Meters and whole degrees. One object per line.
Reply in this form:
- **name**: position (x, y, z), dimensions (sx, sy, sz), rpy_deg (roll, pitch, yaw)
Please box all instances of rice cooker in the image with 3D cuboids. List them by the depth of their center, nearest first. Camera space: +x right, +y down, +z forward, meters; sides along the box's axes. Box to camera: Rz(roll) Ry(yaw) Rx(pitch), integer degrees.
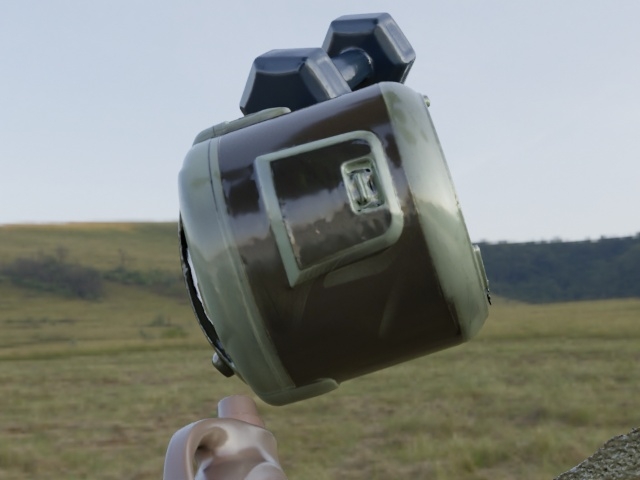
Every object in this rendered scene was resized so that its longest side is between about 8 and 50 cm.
- **rice cooker**: position (0.000, 0.000, 1.100), dimensions (0.325, 0.335, 0.335), rpy_deg (-17, -13, 6)

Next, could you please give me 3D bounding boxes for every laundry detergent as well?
- **laundry detergent**: position (-0.079, 0.215, 0.822), dimensions (0.076, 0.237, 0.171), rpy_deg (-24, -47, 12)

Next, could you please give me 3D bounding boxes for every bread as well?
- **bread**: position (0.398, 0.296, 1.169), dimensions (0.183, 0.102, 0.337), rpy_deg (4, -34, -33)

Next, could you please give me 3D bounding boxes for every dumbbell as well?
- **dumbbell**: position (0.019, -0.237, 1.428), dimensions (0.160, 0.144, 0.325), rpy_deg (5, 24, 27)
